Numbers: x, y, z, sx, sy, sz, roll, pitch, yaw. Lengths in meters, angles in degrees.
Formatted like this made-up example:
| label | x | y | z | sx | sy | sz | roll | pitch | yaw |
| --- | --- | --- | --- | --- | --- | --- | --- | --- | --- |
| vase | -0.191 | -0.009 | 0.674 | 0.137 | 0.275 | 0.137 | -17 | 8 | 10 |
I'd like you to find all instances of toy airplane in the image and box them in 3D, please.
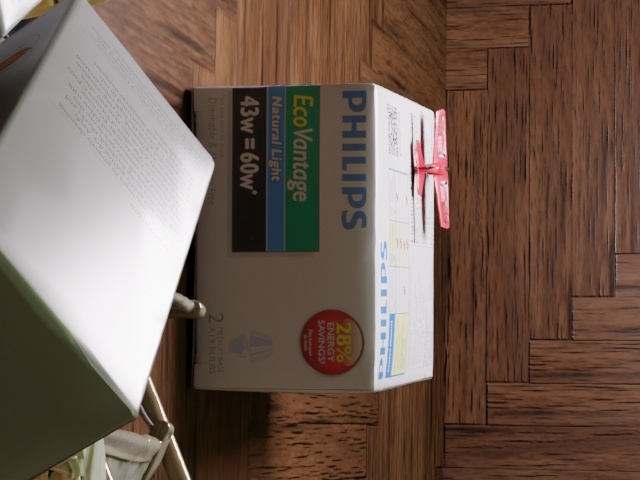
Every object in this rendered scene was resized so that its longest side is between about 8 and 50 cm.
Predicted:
| label | x | y | z | sx | sy | sz | roll | pitch | yaw |
| --- | --- | --- | --- | --- | --- | --- | --- | --- | --- |
| toy airplane | 0.139 | -0.086 | 2.252 | 0.151 | 0.028 | 0.151 | -2 | 90 | -76 |

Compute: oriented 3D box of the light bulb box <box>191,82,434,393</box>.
| label | x | y | z | sx | sy | sz | roll | pitch | yaw |
| --- | --- | --- | --- | --- | --- | --- | --- | --- | --- |
| light bulb box | 0.000 | 0.000 | 2.213 | 0.361 | 0.225 | 0.358 | 7 | 83 | -75 |

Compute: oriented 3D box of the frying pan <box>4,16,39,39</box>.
| label | x | y | z | sx | sy | sz | roll | pitch | yaw |
| --- | --- | --- | --- | --- | --- | --- | --- | --- | --- |
| frying pan | -0.276 | -0.234 | 1.501 | 0.326 | 0.053 | 0.197 | -59 | 146 | -61 |

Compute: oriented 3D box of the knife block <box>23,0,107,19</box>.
| label | x | y | z | sx | sy | sz | roll | pitch | yaw |
| --- | --- | --- | --- | --- | --- | --- | --- | --- | --- |
| knife block | -0.213 | -0.265 | 1.551 | 0.276 | 0.242 | 0.088 | -17 | 112 | -30 |

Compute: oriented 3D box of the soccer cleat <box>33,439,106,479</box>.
| label | x | y | z | sx | sy | sz | roll | pitch | yaw |
| --- | --- | --- | --- | --- | --- | --- | --- | --- | --- |
| soccer cleat | -0.189 | 0.179 | 1.345 | 0.076 | 0.068 | 0.196 | -57 | 133 | -74 |

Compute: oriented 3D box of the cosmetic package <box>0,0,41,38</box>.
| label | x | y | z | sx | sy | sz | roll | pitch | yaw |
| --- | --- | --- | --- | --- | --- | --- | --- | --- | --- |
| cosmetic package | -0.280 | -0.226 | 1.221 | 0.151 | 0.184 | 0.151 | -64 | 150 | -60 |

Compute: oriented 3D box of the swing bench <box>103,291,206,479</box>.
| label | x | y | z | sx | sy | sz | roll | pitch | yaw |
| --- | --- | --- | --- | --- | --- | --- | --- | --- | --- |
| swing bench | -0.202 | 0.154 | 1.558 | 0.253 | 0.165 | 0.254 | 42 | 40 | -70 |

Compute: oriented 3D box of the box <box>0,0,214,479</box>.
| label | x | y | z | sx | sy | sz | roll | pitch | yaw |
| --- | --- | --- | --- | --- | --- | --- | --- | --- | --- |
| box | -0.221 | 0.012 | 1.202 | 0.168 | 0.215 | 0.345 | 52 | 21 | -20 |
